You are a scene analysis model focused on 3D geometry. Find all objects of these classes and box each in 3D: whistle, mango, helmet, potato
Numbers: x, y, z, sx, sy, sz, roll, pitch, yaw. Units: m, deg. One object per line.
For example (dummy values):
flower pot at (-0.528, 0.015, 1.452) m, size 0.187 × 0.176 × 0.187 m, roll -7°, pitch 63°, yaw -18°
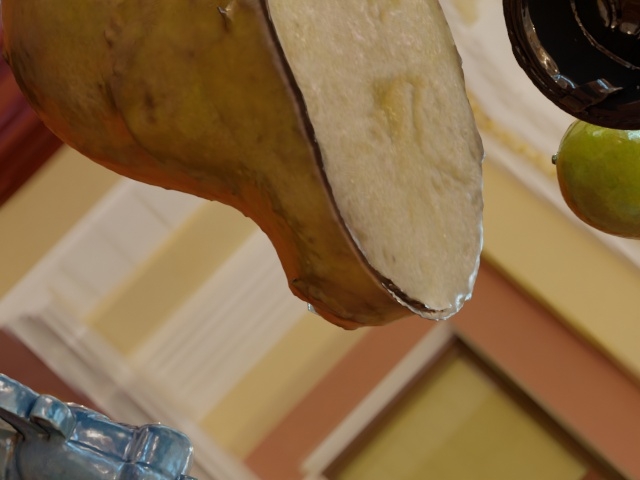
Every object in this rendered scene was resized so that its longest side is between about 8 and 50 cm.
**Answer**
whistle at (-0.214, 0.169, 1.480) m, size 0.269 × 0.093 × 0.180 m, roll 13°, pitch -30°, yaw 18°
mango at (0.402, -0.076, 2.216) m, size 0.273 × 0.185 × 0.149 m, roll 10°, pitch 56°, yaw -28°
helmet at (0.319, -0.239, 1.776) m, size 0.160 × 0.279 × 0.230 m, roll -36°, pitch 103°, yaw -55°
potato at (-0.073, -0.108, 1.428) m, size 0.290 × 0.296 × 0.397 m, roll -37°, pitch 108°, yaw -59°

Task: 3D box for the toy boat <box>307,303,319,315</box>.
toy boat at (0.004, -0.003, 1.747) m, size 0.105 × 0.034 × 0.149 m, roll 13°, pitch 61°, yaw -62°
